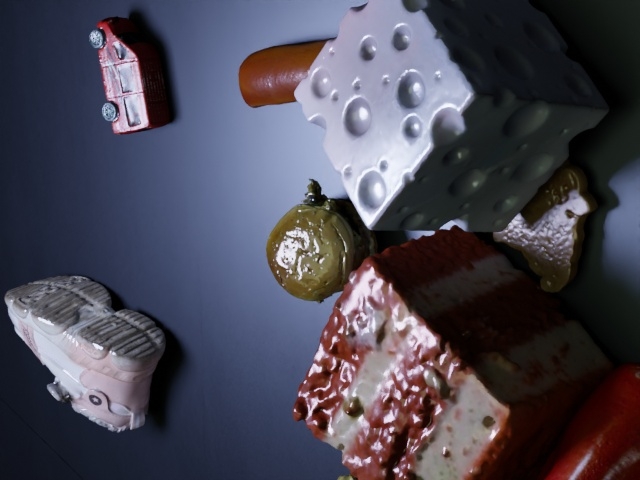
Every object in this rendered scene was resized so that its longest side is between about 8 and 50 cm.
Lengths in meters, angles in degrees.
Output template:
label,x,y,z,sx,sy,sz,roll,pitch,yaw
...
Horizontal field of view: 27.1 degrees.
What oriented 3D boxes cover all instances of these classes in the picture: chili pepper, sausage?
label,x,y,z,sx,sy,sz,roll,pitch,yaw
chili pepper,0.382,0.222,1.613,0.338,0.134,0.131,-56,14,1
sausage,-0.019,-0.244,1.934,0.300,0.083,0.089,-1,111,44

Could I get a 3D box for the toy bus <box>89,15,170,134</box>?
label,x,y,z,sx,sy,sz,roll,pitch,yaw
toy bus,-0.313,-0.277,2.202,0.089,0.081,0.195,-6,96,34

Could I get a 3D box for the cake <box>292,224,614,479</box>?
label,x,y,z,sx,sy,sz,roll,pitch,yaw
cake,0.173,0.182,1.735,0.319,0.270,0.269,42,125,26

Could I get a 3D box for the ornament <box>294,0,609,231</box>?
label,x,y,z,sx,sy,sz,roll,pitch,yaw
ornament,0.157,-0.175,1.651,0.240,0.239,0.239,-53,52,37

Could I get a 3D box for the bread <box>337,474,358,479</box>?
label,x,y,z,sx,sy,sz,roll,pitch,yaw
bread,0.100,0.529,2.013,0.084,0.077,0.367,-28,80,44

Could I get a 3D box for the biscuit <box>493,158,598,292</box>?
label,x,y,z,sx,sy,sz,roll,pitch,yaw
biscuit,0.287,-0.057,1.731,0.162,0.035,0.250,-8,94,41

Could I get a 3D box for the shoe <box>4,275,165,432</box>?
label,x,y,z,sx,sy,sz,roll,pitch,yaw
shoe,-0.433,0.202,2.360,0.351,0.172,0.198,28,121,37

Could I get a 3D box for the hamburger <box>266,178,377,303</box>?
label,x,y,z,sx,sy,sz,roll,pitch,yaw
hamburger,0.000,0.000,1.943,0.159,0.131,0.185,-8,91,40
